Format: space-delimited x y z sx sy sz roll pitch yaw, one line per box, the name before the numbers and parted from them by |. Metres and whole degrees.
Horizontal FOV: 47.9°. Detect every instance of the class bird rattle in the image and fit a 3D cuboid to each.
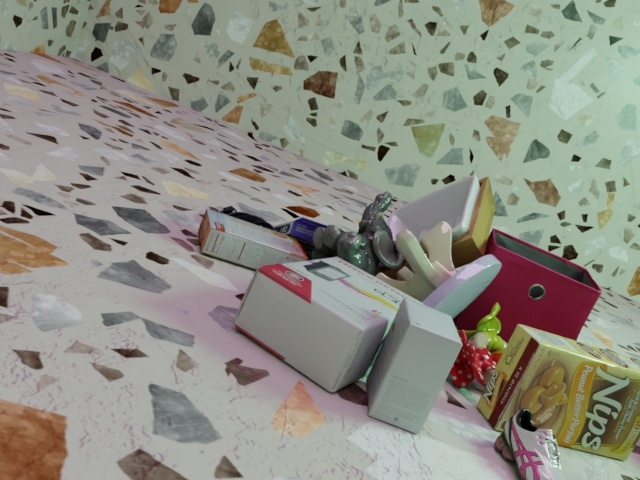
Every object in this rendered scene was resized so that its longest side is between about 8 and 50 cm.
bird rattle | 0.356 0.242 1.476 0.207 0.143 0.253 40 18 3

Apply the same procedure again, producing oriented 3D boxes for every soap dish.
soap dish | 0.281 -0.016 1.744 0.118 0.291 0.229 46 43 -21

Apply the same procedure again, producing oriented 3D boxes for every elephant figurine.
elephant figurine | 0.112 0.015 1.665 0.239 0.186 0.169 -15 36 -38

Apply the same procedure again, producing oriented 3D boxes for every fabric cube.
fabric cube | 0.468 0.152 1.697 0.254 0.258 0.259 26 14 7

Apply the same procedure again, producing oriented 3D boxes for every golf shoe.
golf shoe | 0.348 0.344 1.148 0.067 0.086 0.186 18 16 -25

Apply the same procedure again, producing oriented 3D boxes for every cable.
cable | -0.198 -0.038 1.788 0.184 0.047 0.150 33 20 33

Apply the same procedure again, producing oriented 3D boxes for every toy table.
toy table | 0.226 0.086 1.529 0.274 0.252 0.161 -33 63 -23

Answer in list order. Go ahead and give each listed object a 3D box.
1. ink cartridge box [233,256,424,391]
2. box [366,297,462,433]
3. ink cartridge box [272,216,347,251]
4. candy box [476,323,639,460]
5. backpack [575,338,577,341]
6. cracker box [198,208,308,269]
ink cartridge box | 0.026 0.138 1.318 0.226 0.131 0.306 29 16 23
box | 0.149 0.202 1.181 0.091 0.170 0.130 22 15 -3
ink cartridge box | 0.000 0.000 1.801 0.206 0.045 0.208 18 -13 -21
candy box | 0.473 0.287 1.347 0.316 0.183 0.087 18 15 -20
backpack | 0.591 0.208 1.914 0.182 0.115 0.152 25 -6 33
cracker box | -0.157 0.010 1.635 0.232 0.067 0.156 19 13 -17
